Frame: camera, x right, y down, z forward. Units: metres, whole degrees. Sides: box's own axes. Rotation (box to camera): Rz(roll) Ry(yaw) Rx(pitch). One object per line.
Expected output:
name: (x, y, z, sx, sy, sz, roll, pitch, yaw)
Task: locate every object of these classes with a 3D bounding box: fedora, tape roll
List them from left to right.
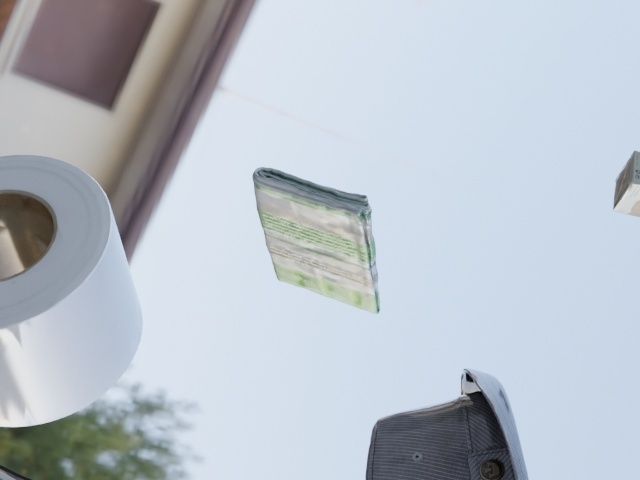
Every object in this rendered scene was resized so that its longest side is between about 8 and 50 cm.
tape roll: (-0.323, 0.051, 1.380, 0.169, 0.246, 0.246, 83, -2, -48)
fedora: (0.099, 0.238, 1.032, 0.244, 0.124, 0.275, 86, -3, -65)

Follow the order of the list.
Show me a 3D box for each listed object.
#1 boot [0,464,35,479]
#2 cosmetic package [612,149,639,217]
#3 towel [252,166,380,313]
boot: (-0.271, 0.200, 1.025, 0.236, 0.178, 0.085, -149, -100, -85)
cosmetic package: (0.356, -0.046, 1.298, 0.060, 0.115, 0.041, 103, -1, -59)
towel: (0.000, 0.000, 1.149, 0.113, 0.152, 0.023, 20, -122, 22)
